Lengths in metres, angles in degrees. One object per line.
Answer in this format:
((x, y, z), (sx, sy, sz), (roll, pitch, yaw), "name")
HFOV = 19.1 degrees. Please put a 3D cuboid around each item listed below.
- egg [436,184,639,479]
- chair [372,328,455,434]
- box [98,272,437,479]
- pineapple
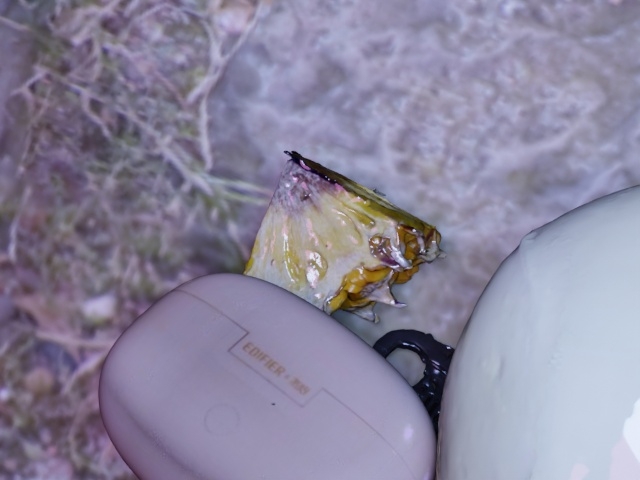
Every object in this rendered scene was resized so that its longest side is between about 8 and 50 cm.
((0.226, 0.102, 1.004), (0.345, 0.283, 0.283), (-11, 86, 0), "egg")
((0.016, 0.174, 1.150), (0.106, 0.113, 0.229), (36, 58, 11), "chair")
((-0.031, 0.103, 1.077), (0.200, 0.088, 0.146), (35, 60, 24), "box")
((0.000, 0.000, 1.159), (0.137, 0.069, 0.116), (-21, 85, 12), "pineapple")
